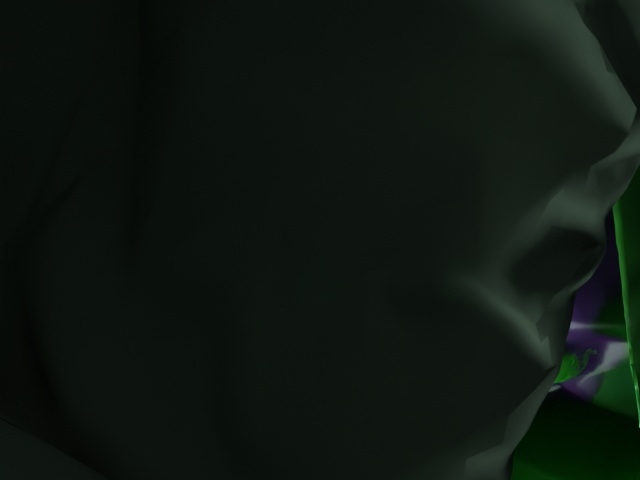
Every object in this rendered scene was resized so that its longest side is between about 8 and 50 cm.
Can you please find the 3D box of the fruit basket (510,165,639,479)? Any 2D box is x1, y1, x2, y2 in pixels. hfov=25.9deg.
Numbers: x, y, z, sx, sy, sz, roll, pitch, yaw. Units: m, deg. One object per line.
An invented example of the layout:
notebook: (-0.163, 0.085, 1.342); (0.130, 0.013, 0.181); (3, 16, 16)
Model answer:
fruit basket: (0.000, 0.000, 0.625); (0.392, 0.283, 0.392); (-7, -166, 2)

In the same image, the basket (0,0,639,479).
basket: (-0.108, -0.069, 0.376); (0.328, 0.331, 0.266); (23, 179, -40)
